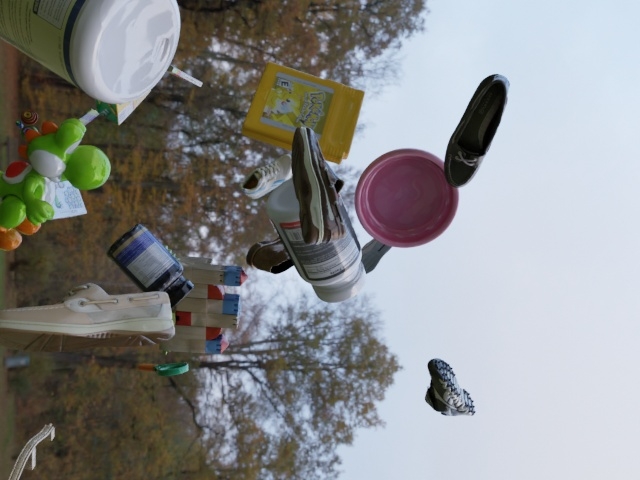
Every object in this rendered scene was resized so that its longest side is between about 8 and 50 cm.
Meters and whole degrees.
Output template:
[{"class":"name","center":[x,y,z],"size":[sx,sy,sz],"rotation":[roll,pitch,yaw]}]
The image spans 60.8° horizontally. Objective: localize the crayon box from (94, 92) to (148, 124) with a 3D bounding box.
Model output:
[{"class":"crayon box","center":[-0.564,-0.478,1.551],"size":[0.165,0.081,0.278],"rotation":[-59,-179,-28]}]

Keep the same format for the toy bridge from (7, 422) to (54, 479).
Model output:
[{"class":"toy bridge","center":[-0.629,0.468,1.179],"size":[0.188,0.026,0.063],"rotation":[-82,-173,-61]}]

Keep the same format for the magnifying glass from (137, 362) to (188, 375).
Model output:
[{"class":"magnifying glass","center":[-0.505,0.405,1.729],"size":[0.230,0.092,0.026],"rotation":[-11,-93,40]}]

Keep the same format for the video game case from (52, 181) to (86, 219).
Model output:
[{"class":"video game case","center":[-0.799,-0.148,1.677],"size":[0.019,0.143,0.157],"rotation":[-18,-87,21]}]

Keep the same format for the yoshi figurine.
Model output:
[{"class":"yoshi figurine","center":[-0.657,-0.126,1.350],"size":[0.362,0.203,0.204],"rotation":[-45,-115,18]}]

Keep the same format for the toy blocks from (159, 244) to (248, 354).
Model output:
[{"class":"toy blocks","center":[-0.363,0.205,1.712],"size":[0.191,0.260,0.382],"rotation":[-97,-166,-70]}]

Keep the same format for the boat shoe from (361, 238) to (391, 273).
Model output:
[{"class":"boat shoe","center":[0.190,0.045,1.960],"size":[0.226,0.083,0.076],"rotation":[-41,-166,31]}]

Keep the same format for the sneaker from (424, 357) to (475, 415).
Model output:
[{"class":"sneaker","center":[0.306,0.385,1.387],"size":[0.106,0.234,0.078],"rotation":[-21,-142,23]}]

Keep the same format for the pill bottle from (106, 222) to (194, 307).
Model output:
[{"class":"pill bottle","center":[-0.438,0.072,1.423],"size":[0.219,0.123,0.122],"rotation":[48,-29,-9]}]

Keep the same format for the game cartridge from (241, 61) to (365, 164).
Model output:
[{"class":"game cartridge","center":[-0.045,-0.389,1.652],"size":[0.053,0.323,0.286],"rotation":[108,-3,-61]}]

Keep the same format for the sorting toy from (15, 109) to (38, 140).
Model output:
[{"class":"sorting toy","center":[-0.927,-0.367,1.721],"size":[0.042,0.061,0.102],"rotation":[161,-74,-73]}]

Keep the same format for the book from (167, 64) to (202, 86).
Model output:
[{"class":"book","center":[-0.564,-0.673,2.223],"size":[0.096,0.144,0.035],"rotation":[34,-80,39]}]

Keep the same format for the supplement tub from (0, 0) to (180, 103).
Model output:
[{"class":"supplement tub","center":[-0.442,-0.416,0.966],"size":[0.324,0.235,0.236],"rotation":[33,-51,11]}]

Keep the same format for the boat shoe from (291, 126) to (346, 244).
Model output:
[{"class":"boat shoe","center":[0.000,-0.111,1.100],"size":[0.095,0.095,0.258],"rotation":[124,-38,-65]}]

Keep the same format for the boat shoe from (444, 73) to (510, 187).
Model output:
[{"class":"boat shoe","center":[0.429,-0.298,1.525],"size":[0.095,0.112,0.336],"rotation":[-55,165,-67]}]

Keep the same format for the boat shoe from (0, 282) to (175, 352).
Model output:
[{"class":"boat shoe","center":[-0.451,0.145,1.047],"size":[0.121,0.340,0.110],"rotation":[-32,-119,41]}]

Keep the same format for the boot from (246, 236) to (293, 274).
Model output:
[{"class":"boot","center":[-0.099,0.038,1.773],"size":[0.115,0.305,0.113],"rotation":[26,-59,27]}]

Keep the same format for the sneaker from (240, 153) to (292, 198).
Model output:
[{"class":"sneaker","center":[-0.191,-0.238,2.005],"size":[0.228,0.092,0.088],"rotation":[-36,-111,10]}]

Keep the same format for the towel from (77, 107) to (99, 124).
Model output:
[{"class":"towel","center":[-0.708,-0.369,1.645],"size":[0.009,0.083,0.060],"rotation":[56,7,0]}]

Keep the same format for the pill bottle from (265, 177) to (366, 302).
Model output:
[{"class":"pill bottle","center":[0.000,0.000,1.601],"size":[0.210,0.210,0.363],"rotation":[47,-15,53]}]

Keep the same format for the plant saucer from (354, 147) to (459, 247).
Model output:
[{"class":"plant saucer","center":[0.274,-0.140,1.756],"size":[0.084,0.331,0.333],"rotation":[-84,-174,-67]}]
